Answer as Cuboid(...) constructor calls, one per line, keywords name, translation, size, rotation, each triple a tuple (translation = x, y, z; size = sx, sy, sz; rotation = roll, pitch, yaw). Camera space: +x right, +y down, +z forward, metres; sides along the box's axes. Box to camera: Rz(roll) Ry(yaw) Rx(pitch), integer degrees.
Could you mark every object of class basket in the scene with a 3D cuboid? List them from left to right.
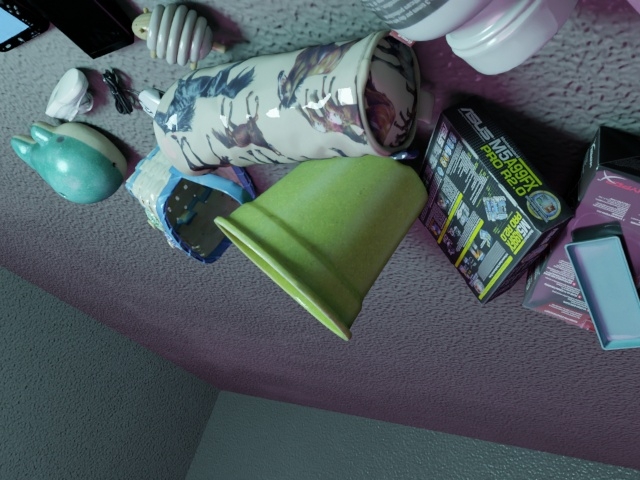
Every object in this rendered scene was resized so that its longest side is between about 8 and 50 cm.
Cuboid(name="basket", translation=(-0.201, -0.062, 1.204), size=(0.289, 0.201, 0.254), rotation=(17, 156, 32))

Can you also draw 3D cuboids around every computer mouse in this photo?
Cuboid(name="computer mouse", translation=(-0.287, -0.232, 1.112), size=(0.193, 0.042, 0.106), rotation=(19, 154, 2))

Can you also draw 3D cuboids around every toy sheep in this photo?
Cuboid(name="toy sheep", translation=(-0.197, -0.286, 0.888), size=(0.132, 0.091, 0.091), rotation=(9, 157, -12))

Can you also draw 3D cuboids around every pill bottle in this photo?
Cuboid(name="pill bottle", translation=(0.079, -0.292, 0.553), size=(0.319, 0.176, 0.176), rotation=(32, 153, -24))

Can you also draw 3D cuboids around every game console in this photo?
Cuboid(name="game console", translation=(-0.456, -0.355, 0.987), size=(0.362, 0.043, 0.213), rotation=(-2, 147, 41))

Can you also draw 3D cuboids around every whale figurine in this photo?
Cuboid(name="whale figurine", translation=(-0.547, -0.158, 1.342), size=(0.272, 0.141, 0.216), rotation=(9, 154, 24))

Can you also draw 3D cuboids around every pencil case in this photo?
Cuboid(name="pencil case", translation=(-0.054, -0.179, 0.902), size=(0.411, 0.159, 0.184), rotation=(0, 163, 37))

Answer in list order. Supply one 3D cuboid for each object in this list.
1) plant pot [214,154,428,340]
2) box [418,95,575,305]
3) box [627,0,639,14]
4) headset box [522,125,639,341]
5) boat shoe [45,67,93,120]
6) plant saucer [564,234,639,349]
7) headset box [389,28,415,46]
Cuboid(name="plant pot", translation=(0.021, -0.029, 0.991), size=(0.276, 0.254, 0.276), rotation=(40, 171, 7))
Cuboid(name="box", translation=(0.233, -0.047, 0.934), size=(0.216, 0.060, 0.270), rotation=(56, 165, 21))
Cuboid(name="box", translation=(0.364, -0.265, 0.559), size=(0.145, 0.038, 0.186), rotation=(31, 154, -23))
Cuboid(name="headset box", translation=(0.428, 0.019, 0.875), size=(0.218, 0.110, 0.293), rotation=(19, 132, 10))
Cuboid(name="boat shoe", translation=(-0.453, -0.259, 1.163), size=(0.063, 0.066, 0.184), rotation=(19, 157, -33))
Cuboid(name="plant saucer", translation=(0.389, 0.071, 0.847), size=(0.067, 0.018, 0.192), rotation=(-13, 121, 33))
Cuboid(name="headset box", translation=(0.114, -0.266, 0.716), size=(0.032, 0.062, 0.083), rotation=(27, 154, -13))
